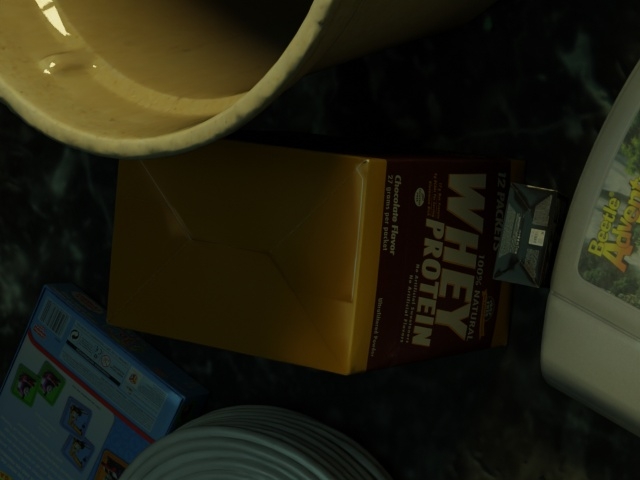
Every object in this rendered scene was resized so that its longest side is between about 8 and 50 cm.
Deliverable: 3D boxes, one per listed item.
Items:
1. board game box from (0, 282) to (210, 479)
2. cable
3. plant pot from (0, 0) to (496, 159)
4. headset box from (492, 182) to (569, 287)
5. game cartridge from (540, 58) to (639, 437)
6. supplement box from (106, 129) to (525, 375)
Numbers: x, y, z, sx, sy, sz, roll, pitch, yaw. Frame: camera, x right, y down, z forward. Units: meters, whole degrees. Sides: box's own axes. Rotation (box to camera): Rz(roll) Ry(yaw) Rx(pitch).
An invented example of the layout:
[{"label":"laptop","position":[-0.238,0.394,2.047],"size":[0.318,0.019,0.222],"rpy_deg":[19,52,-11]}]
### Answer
[{"label":"board game box","position":[-0.191,0.164,1.370],"size":[0.160,0.039,0.211],"rpy_deg":[36,110,27]},{"label":"cable","position":[-0.048,0.247,1.235],"size":[0.257,0.089,0.257],"rpy_deg":[34,109,21]},{"label":"plant pot","position":[-0.026,-0.228,1.068],"size":[0.334,0.305,0.334],"rpy_deg":[6,101,35]},{"label":"headset box","position":[0.135,-0.002,1.117],"size":[0.032,0.083,0.062],"rpy_deg":[11,92,13]},{"label":"game cartridge","position":[0.250,-0.009,1.057],"size":[0.196,0.060,0.294],"rpy_deg":[31,109,33]},{"label":"supplement box","position":[0.000,0.000,1.139],"size":[0.191,0.194,0.129],"rpy_deg":[9,97,34]}]
